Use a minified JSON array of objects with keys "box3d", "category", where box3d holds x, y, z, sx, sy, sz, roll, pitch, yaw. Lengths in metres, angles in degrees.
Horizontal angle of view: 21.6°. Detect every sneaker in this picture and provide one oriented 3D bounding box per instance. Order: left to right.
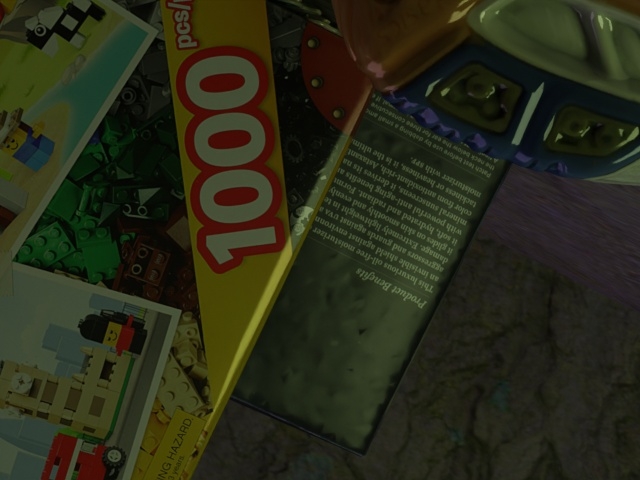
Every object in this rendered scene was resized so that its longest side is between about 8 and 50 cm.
[{"box3d":[0.139,-0.050,0.521,0.296,0.112,0.131,29,-163,-14],"category":"sneaker"}]

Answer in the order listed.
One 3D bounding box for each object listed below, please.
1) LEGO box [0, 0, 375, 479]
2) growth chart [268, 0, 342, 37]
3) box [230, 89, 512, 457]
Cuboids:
[{"box3d":[-0.234,0.020,1.174,0.373,0.500,0.193,25,180,-8],"category":"LEGO box"},{"box3d":[-0.078,-0.193,1.206,0.172,0.021,0.237,26,180,36],"category":"growth chart"},{"box3d":[0.000,0.000,1.468,0.183,0.294,0.296,27,-179,-12],"category":"box"}]
